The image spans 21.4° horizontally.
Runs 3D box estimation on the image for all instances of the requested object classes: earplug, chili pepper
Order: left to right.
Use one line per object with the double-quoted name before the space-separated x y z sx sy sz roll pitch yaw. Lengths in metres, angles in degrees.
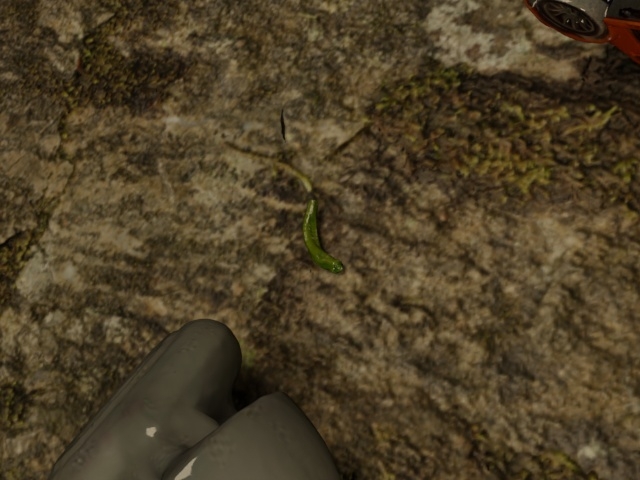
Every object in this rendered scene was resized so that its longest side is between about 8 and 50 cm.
"earplug" -0.102 0.181 1.332 0.214 0.175 0.325 -50 33 -7
"chili pepper" 0.001 0.000 1.463 0.030 0.017 0.083 -39 47 12

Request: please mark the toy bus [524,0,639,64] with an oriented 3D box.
"toy bus" 0.314 -0.181 1.227 0.329 0.153 0.143 16 75 43
